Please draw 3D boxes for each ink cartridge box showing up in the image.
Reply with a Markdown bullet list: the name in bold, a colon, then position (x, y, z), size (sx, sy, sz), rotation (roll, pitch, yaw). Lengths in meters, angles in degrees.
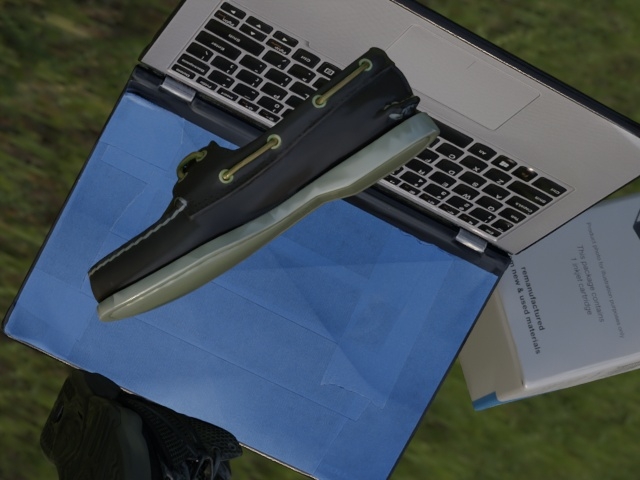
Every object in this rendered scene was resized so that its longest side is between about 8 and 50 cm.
- **ink cartridge box**: position (0.347, 0.042, 1.809), size (0.285, 0.395, 0.166), rotation (119, -44, -79)

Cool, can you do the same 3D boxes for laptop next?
- **laptop**: position (0.000, 0.000, 1.430), size (0.408, 0.382, 0.236), rotation (-38, -151, 59)

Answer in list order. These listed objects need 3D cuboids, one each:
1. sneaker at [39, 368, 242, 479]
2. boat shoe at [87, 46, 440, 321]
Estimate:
- **sneaker**: position (-0.102, 0.153, 1.110), size (0.087, 0.130, 0.227), rotation (-67, -163, 3)
- **boat shoe**: position (-0.043, -0.031, 1.026), size (0.228, 0.068, 0.081), rotation (-31, 174, -4)
